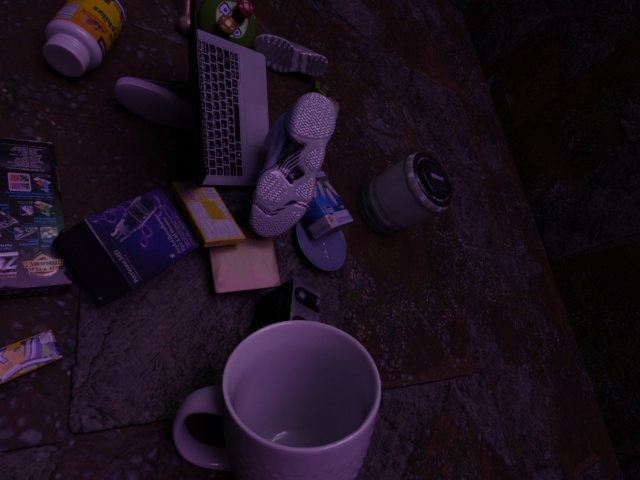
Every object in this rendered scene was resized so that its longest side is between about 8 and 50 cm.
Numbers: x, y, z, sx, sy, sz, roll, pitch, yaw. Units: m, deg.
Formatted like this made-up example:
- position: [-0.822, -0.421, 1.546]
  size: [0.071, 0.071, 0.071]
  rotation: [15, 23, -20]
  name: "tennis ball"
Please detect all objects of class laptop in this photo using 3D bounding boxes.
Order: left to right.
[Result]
- position: [-0.191, -0.328, 0.964]
  size: [0.408, 0.236, 0.382]
  rotation: [-8, 98, -53]
  name: "laptop"

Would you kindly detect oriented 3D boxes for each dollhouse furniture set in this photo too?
- position: [0.025, -0.524, 1.500]
  size: [0.151, 0.058, 0.076]
  rotation: [27, 54, -30]
  name: "dollhouse furniture set"

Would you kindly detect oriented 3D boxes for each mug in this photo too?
- position: [-0.094, 0.366, 0.782]
  size: [0.374, 0.328, 0.276]
  rotation: [3, 32, -5]
  name: "mug"

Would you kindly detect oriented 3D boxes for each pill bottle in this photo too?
- position: [-0.542, -0.477, 0.929]
  size: [0.117, 0.117, 0.215]
  rotation: [28, 54, -29]
  name: "pill bottle"

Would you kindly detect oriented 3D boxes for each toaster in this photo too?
- position: [-0.086, 0.203, 0.968]
  size: [0.110, 0.185, 0.168]
  rotation: [31, 44, -30]
  name: "toaster"

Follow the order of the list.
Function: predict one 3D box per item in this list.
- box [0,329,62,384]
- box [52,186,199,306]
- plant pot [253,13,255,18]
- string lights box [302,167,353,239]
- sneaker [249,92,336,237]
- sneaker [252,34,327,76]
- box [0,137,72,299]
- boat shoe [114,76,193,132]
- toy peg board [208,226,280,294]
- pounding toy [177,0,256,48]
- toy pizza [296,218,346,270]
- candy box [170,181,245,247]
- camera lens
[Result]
- position: [-0.519, 0.206, 0.650]
  size: [0.169, 0.059, 0.054]
  rotation: [-21, 85, -45]
  name: "box"
- position: [-0.371, 0.007, 0.801]
  size: [0.153, 0.108, 0.207]
  rotation: [60, 27, -13]
  name: "box"
- position: [-0.277, -0.729, 1.322]
  size: [0.083, 0.081, 0.081]
  rotation: [-27, 89, -35]
  name: "plant pot"
- position: [-0.023, -0.140, 1.208]
  size: [0.133, 0.076, 0.260]
  rotation: [-21, 79, -56]
  name: "string lights box"
- position: [-0.087, -0.187, 1.042]
  size: [0.137, 0.210, 0.366]
  rotation: [22, 92, -19]
  name: "sneaker"
- position: [-0.117, -0.652, 1.435]
  size: [0.281, 0.105, 0.115]
  rotation: [5, 32, -36]
  name: "sneaker"
- position: [-0.608, -0.040, 0.686]
  size: [0.295, 0.073, 0.293]
  rotation: [-4, 73, -44]
  name: "box"
- position: [-0.367, -0.358, 1.036]
  size: [0.301, 0.108, 0.102]
  rotation: [8, 64, -42]
  name: "boat shoe"
- position: [-0.200, 0.056, 1.014]
  size: [0.160, 0.079, 0.161]
  rotation: [-4, 70, -26]
  name: "toy peg board"
- position: [-0.289, -0.669, 1.207]
  size: [0.237, 0.110, 0.183]
  rotation: [10, 93, -31]
  name: "pounding toy"
- position: [0.000, 0.000, 1.234]
  size: [0.201, 0.032, 0.201]
  rotation: [24, 52, -35]
  name: "toy pizza"
- position: [-0.273, -0.068, 0.975]
  size: [0.105, 0.027, 0.206]
  rotation: [-8, 51, -42]
  name: "candy box"
- position: [0.293, -0.158, 1.402]
  size: [0.219, 0.274, 0.219]
  rotation: [19, 58, -34]
  name: "camera lens"
